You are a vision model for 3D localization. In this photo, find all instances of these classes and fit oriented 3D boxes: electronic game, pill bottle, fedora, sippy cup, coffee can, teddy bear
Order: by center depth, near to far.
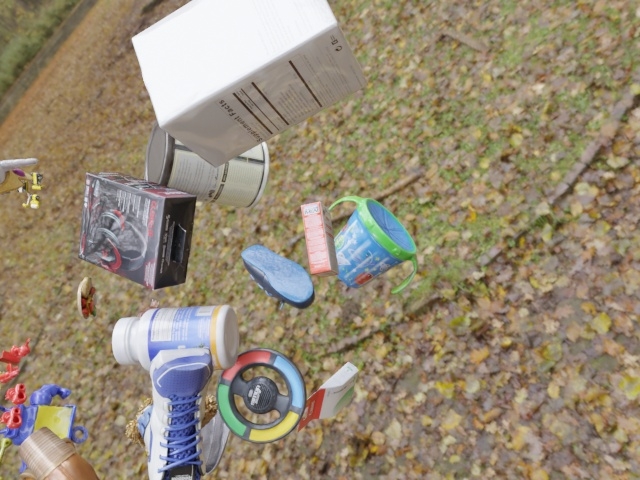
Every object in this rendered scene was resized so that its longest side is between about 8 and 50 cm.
[{"bbox_3d":[-0.341,0.235,1.401,0.271,0.152,0.152,-4,46,7],"label":"pill bottle"},{"bbox_3d":[-0.146,0.379,1.445,0.229,0.229,0.048,-49,-12,3],"label":"electronic game"},{"bbox_3d":[-0.301,-0.198,1.556,0.201,0.275,0.202,-19,68,57],"label":"coffee can"},{"bbox_3d":[-0.397,0.475,1.580,0.245,0.338,0.113,-36,63,-13],"label":"teddy bear"},{"bbox_3d":[-0.372,0.591,1.842,0.244,0.124,0.275,-103,30,-49],"label":"fedora"},{"bbox_3d":[0.142,0.024,1.848,0.224,0.240,0.306,-43,57,21],"label":"sippy cup"}]

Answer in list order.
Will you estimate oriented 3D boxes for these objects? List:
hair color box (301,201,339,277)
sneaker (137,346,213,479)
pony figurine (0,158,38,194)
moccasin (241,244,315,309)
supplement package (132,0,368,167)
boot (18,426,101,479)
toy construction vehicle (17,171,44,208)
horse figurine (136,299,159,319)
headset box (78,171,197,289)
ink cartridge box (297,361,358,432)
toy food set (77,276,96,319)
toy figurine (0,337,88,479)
[{"bbox_3d":[0.000,0.000,1.423,0.053,0.093,0.167,-10,78,14],"label":"hair color box"},{"bbox_3d":[-0.263,0.358,1.127,0.182,0.127,0.316,62,141,40],"label":"sneaker"},{"bbox_3d":[-0.675,-0.089,0.912,0.351,0.363,0.303,-32,72,0],"label":"pony figurine"},{"bbox_3d":[-0.124,0.126,1.885,0.137,0.117,0.342,-27,40,-22],"label":"moccasin"},{"bbox_3d":[-0.107,-0.277,0.918,0.292,0.175,0.178,-26,69,11],"label":"supplement package"},{"bbox_3d":[-0.442,0.465,1.090,0.109,0.220,0.283,-40,-13,-37],"label":"boot"},{"bbox_3d":[-0.779,-0.136,1.601,0.085,0.035,0.098,4,100,25],"label":"toy construction vehicle"},{"bbox_3d":[-0.474,0.260,1.765,0.263,0.174,0.066,24,113,42],"label":"horse figurine"},{"bbox_3d":[-0.421,-0.026,1.383,0.293,0.110,0.218,18,105,28],"label":"headset box"},{"bbox_3d":[0.026,0.522,1.914,0.056,0.181,0.224,33,46,24],"label":"ink cartridge box"},{"bbox_3d":[-0.462,0.114,1.171,0.082,0.020,0.083,128,140,-79],"label":"toy food set"},{"bbox_3d":[-0.579,0.409,1.228,0.191,0.217,0.363,-33,46,29],"label":"toy figurine"}]
